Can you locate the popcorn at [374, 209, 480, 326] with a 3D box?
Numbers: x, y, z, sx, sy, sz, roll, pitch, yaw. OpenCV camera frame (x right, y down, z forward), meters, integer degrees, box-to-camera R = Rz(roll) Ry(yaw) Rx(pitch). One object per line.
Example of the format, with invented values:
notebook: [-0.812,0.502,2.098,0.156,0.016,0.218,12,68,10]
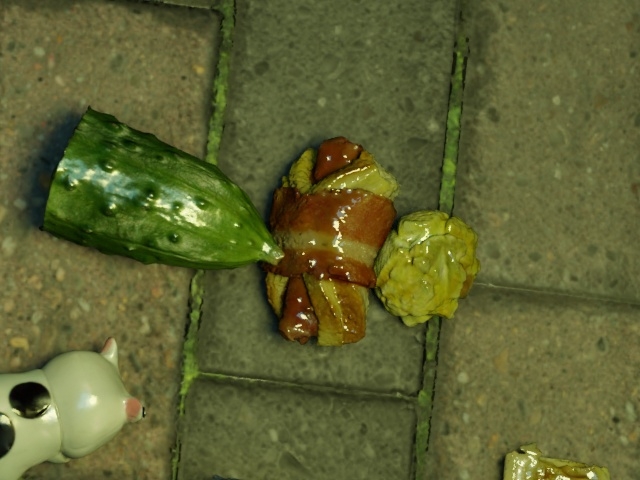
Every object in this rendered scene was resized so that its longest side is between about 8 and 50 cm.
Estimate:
popcorn: [0.110,0.025,1.913,0.120,0.106,0.116,-21,83,-18]

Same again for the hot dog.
hot dog: [0.000,0.000,1.887,0.103,0.146,0.213,25,72,-47]

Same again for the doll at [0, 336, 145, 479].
doll: [-0.271,0.169,1.835,0.180,0.107,0.110,-15,64,-17]

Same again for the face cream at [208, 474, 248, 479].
face cream: [-0.089,0.348,1.781,0.249,0.225,0.249,1,85,-7]

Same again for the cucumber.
cucumber: [-0.148,-0.031,1.858,0.244,0.134,0.134,23,80,0]

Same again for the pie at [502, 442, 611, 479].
pie: [0.230,0.348,1.910,0.128,0.068,0.282,7,81,-10]
